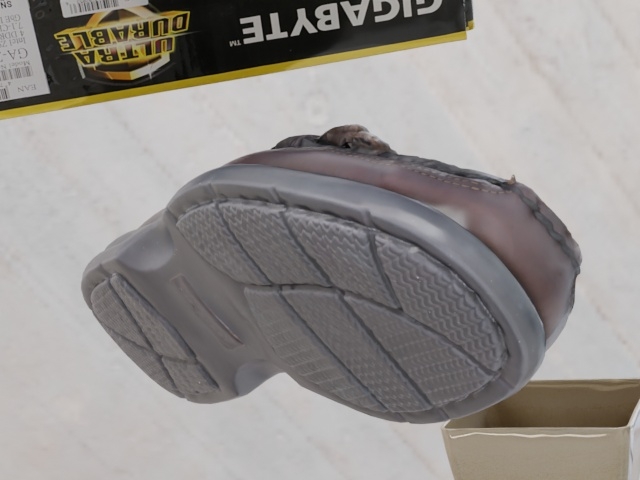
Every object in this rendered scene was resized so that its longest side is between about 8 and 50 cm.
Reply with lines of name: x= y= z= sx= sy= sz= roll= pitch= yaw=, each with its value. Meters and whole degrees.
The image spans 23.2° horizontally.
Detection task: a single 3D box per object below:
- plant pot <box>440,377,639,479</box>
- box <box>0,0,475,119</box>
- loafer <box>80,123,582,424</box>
plant pot: x=0.141 y=0.142 z=0.927 sx=0.109 sy=0.109 sz=0.096 roll=-30 pitch=115 yaw=-68
box: x=-0.085 y=-0.179 z=0.764 sx=0.257 sy=0.322 sz=0.079 roll=-12 pitch=125 yaw=-3
loafer: x=0.000 y=0.000 z=0.579 sx=0.095 sy=0.302 sz=0.109 roll=-45 pitch=105 yaw=-24
